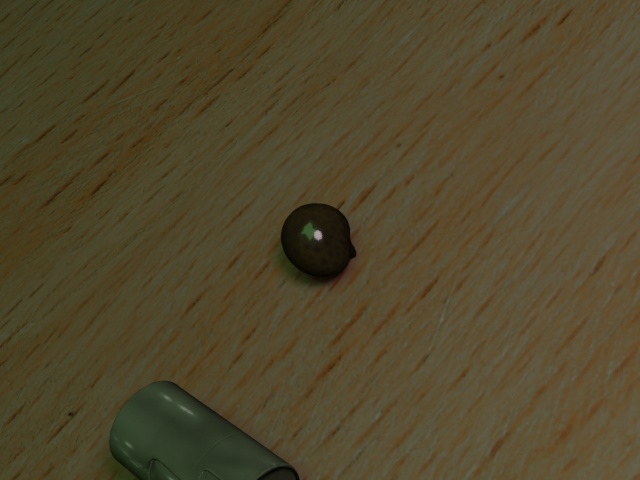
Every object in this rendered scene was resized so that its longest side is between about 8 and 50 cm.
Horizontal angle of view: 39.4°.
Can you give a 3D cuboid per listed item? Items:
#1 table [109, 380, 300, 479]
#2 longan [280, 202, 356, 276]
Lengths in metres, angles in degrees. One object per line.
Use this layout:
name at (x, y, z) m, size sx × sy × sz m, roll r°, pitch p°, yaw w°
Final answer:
table at (-0.146, 0.279, 1.113) m, size 0.220 × 0.126 × 0.126 m, roll 28°, pitch 74°, yaw 34°
longan at (0.000, 0.000, 1.249) m, size 0.113 × 0.092 × 0.113 m, roll 15°, pitch 48°, yaw -17°
